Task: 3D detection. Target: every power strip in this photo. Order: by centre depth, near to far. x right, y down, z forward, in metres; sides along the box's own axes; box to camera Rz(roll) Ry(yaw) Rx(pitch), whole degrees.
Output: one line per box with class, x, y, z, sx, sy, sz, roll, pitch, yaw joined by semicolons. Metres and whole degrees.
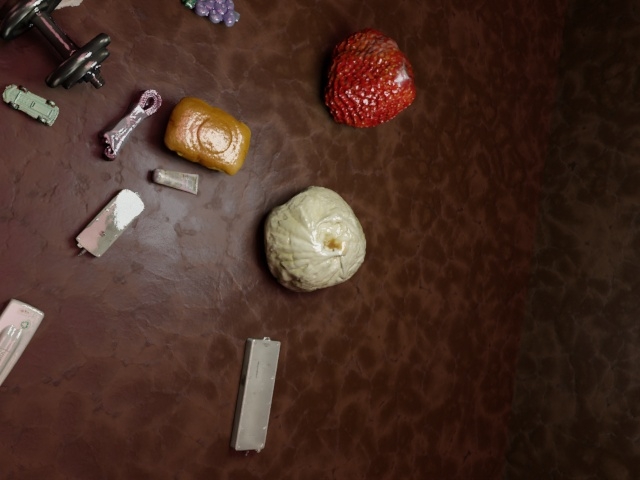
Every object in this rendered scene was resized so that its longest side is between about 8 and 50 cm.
power strip;-0.560;-0.043;1.405;0.080;0.029;0.227;49;63;-27
power strip;-0.203;0.482;1.650;0.106;0.043;0.367;13;82;-34

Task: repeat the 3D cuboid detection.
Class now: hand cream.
hand cream;-0.411;-0.174;1.513;0.143;0.039;0.061;11;77;-44

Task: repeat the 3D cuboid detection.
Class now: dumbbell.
dumbbell;-0.628;-0.484;1.260;0.290;0.192;0.192;50;63;-25

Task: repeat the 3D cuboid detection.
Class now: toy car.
toy car;-0.708;-0.331;1.298;0.122;0.035;0.059;27;75;-24

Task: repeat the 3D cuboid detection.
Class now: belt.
belt;-0.515;-0.316;1.424;0.071;0.053;0.232;45;65;-35

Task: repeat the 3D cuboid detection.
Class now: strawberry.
strawberry;0.161;-0.523;1.726;0.267;0.351;0.311;-24;109;-25

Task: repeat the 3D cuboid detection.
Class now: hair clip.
hair clip;-0.329;-0.707;1.569;0.195;0.052;0.124;22;69;-25

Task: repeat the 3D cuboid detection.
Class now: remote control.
remote control;-0.753;0.256;1.255;0.090;0.049;0.230;36;69;-33

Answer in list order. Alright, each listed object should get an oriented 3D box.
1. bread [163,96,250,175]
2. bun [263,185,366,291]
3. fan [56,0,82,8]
bread;-0.326;-0.295;1.518;0.246;0.121;0.174;25;75;-35
bun;0.000;0.000;1.684;0.352;0.227;0.348;41;66;-30
fan;-0.691;-0.785;1.323;0.233;0.012;0.414;2;89;-36
